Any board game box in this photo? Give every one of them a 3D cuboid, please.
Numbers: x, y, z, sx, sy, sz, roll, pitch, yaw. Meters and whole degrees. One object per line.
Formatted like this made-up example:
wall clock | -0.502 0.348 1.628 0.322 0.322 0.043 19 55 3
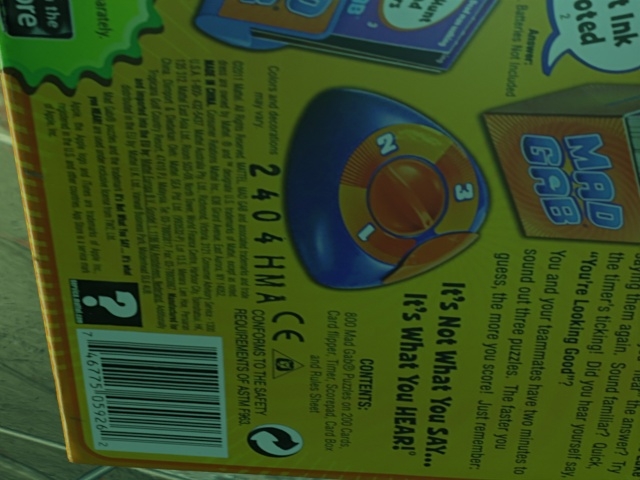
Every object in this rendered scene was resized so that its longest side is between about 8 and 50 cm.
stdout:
board game box | 0.065 -0.128 0.752 0.356 0.356 0.356 3 136 2
